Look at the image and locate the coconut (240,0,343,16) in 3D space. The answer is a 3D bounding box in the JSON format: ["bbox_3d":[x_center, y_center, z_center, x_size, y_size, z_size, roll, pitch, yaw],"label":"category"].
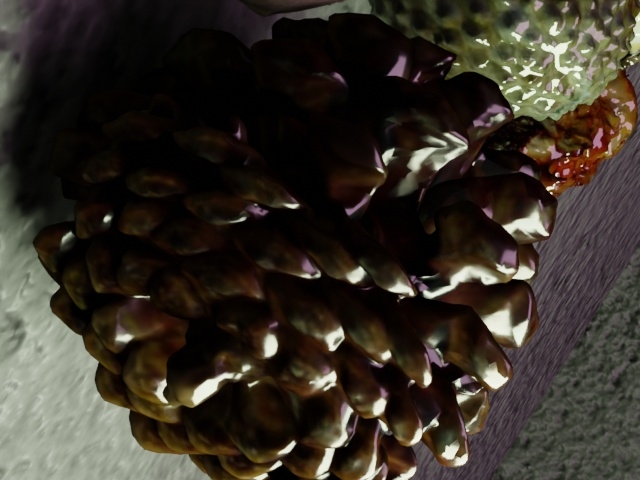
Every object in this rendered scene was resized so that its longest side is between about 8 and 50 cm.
[{"bbox_3d":[-0.020,-0.241,0.922,0.161,0.161,0.162,-23,145,-54],"label":"coconut"}]

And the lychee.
[{"bbox_3d":[0.174,-0.231,1.213,0.255,0.274,0.255,-24,157,-11],"label":"lychee"}]

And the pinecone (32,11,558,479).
[{"bbox_3d":[0.000,0.000,1.009,0.398,0.397,0.398,-44,157,-25],"label":"pinecone"}]

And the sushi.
[{"bbox_3d":[0.290,-0.138,1.704,0.343,0.182,0.196,-36,159,-34],"label":"sushi"}]

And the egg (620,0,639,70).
[{"bbox_3d":[0.386,-0.345,1.528,0.337,0.337,0.201,-40,111,-34],"label":"egg"}]
